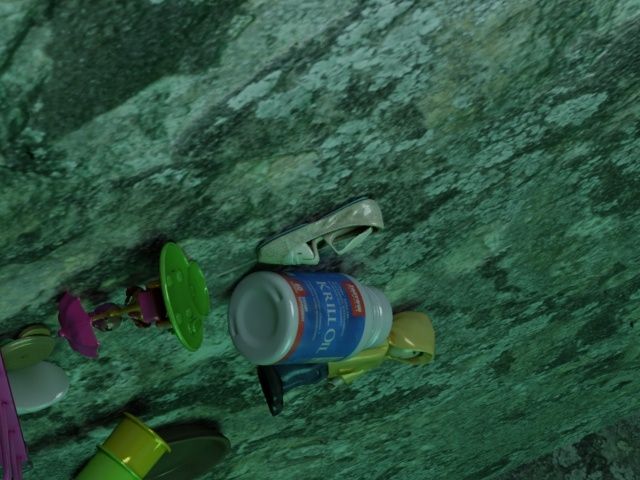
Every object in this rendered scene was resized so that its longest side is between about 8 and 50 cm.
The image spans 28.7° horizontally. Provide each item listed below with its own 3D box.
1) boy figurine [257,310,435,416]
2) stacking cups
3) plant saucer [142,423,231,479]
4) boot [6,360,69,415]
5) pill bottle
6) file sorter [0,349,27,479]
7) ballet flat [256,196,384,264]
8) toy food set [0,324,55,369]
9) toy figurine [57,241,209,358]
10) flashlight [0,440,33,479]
[{"bbox_3d":[0.044,0.187,1.961,0.285,0.092,0.177,-15,153,-14],"label":"boy figurine"},{"bbox_3d":[-0.352,0.406,1.847,0.316,0.096,0.096,-52,163,-17],"label":"stacking cups"},{"bbox_3d":[-0.287,0.381,2.121,0.278,0.041,0.278,-20,158,-9],"label":"plant saucer"},{"bbox_3d":[-0.414,0.202,1.587,0.190,0.069,0.086,-8,159,-15],"label":"boot"},{"bbox_3d":[-0.007,0.103,1.681,0.221,0.124,0.124,2,146,-48],"label":"pill bottle"},{"bbox_3d":[-0.446,0.264,1.428,0.202,0.182,0.291,-9,143,-11],"label":"file sorter"},{"bbox_3d":[0.000,0.000,1.554,0.168,0.052,0.057,-26,157,5],"label":"ballet flat"},{"bbox_3d":[-0.365,0.133,1.530,0.082,0.020,0.083,-21,158,-6],"label":"toy food set"},{"bbox_3d":[-0.228,0.080,1.477,0.159,0.130,0.173,-14,-176,10],"label":"toy figurine"},{"bbox_3d":[-0.533,0.306,1.625,0.304,0.103,0.103,-20,177,-17],"label":"flashlight"}]
